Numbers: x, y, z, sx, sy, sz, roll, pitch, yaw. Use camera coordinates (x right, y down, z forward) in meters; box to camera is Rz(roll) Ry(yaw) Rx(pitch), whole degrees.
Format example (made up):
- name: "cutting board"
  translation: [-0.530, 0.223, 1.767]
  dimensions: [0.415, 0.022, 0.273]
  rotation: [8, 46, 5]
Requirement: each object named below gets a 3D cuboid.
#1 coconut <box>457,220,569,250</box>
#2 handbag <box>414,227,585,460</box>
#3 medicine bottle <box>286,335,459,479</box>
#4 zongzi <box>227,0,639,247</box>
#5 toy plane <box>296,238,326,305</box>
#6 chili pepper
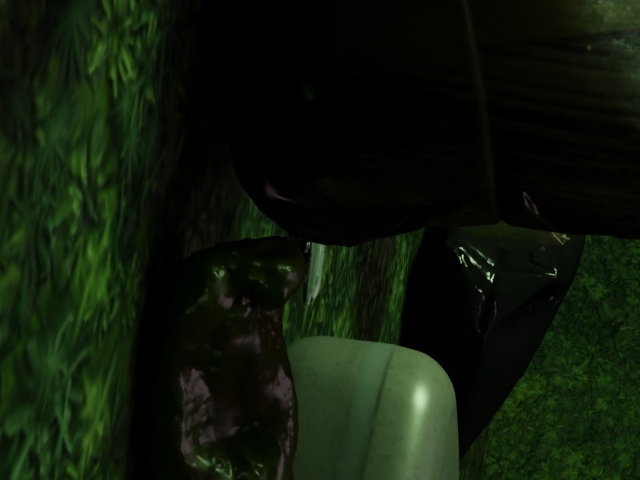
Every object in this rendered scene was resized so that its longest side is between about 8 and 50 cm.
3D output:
- name: "coconut"
  translation: [0.142, -0.100, 1.147]
  dimensions: [0.194, 0.194, 0.194]
  rotation: [9, 90, -79]
- name: "handbag"
  translation: [0.171, 0.074, 1.556]
  dimensions: [0.342, 0.152, 0.288]
  rotation: [-60, 168, -60]
- name: "medicine bottle"
  translation: [0.012, 0.228, 0.875]
  dimensions: [0.375, 0.123, 0.282]
  rotation: [78, 24, -60]
- name: "zongzi"
  translation: [0.122, -0.140, 0.637]
  dimensions: [0.154, 0.317, 0.289]
  rotation: [-72, 168, -71]
- name: "toy plane"
  translation: [-0.002, -0.001, 0.882]
  dimensions: [0.078, 0.024, 0.084]
  rotation: [74, 33, -67]
- name: "chili pepper"
  translation: [-0.042, 0.098, 0.649]
  dimensions: [0.072, 0.073, 0.204]
  rotation: [-13, 112, -40]
